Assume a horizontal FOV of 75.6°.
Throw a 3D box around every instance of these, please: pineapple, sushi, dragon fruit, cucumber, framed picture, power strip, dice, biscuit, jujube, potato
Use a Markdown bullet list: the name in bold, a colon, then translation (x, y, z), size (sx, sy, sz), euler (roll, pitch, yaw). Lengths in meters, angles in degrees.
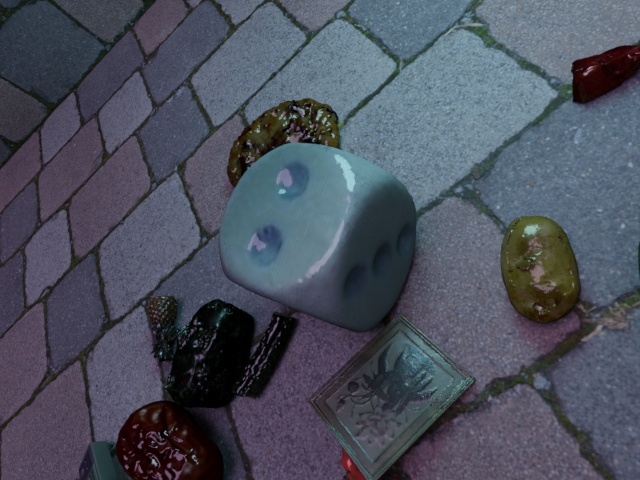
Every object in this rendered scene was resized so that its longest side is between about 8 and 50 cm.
- **pineapple**: translation (-0.388, 0.218, 1.020), size (0.074, 0.074, 0.159), euler (-19, 69, 24)
- **sushi**: translation (-0.232, 0.240, 0.875), size (0.124, 0.127, 0.225), euler (9, 73, 34)
- **dragon fruit**: translation (0.497, -0.302, 0.700), size (0.131, 0.063, 0.097), euler (-9, 66, 29)
- **cucumber**: translation (-0.113, 0.235, 0.850), size (0.058, 0.058, 0.187), euler (24, 82, 36)
- **framed picture**: translation (0.112, 0.250, 0.685), size (0.231, 0.010, 0.173), euler (-40, 51, -13)
- **power strip**: translation (-0.497, 0.583, 0.928), size (0.216, 0.061, 0.145), euler (37, 103, 45)
- **dice**: translation (0.000, 0.000, 0.747), size (0.265, 0.268, 0.262), euler (16, 78, 35)
- **biscuit**: translation (-0.109, -0.230, 1.034), size (0.334, 0.081, 0.289), euler (-6, 65, 31)
- **jujube**: translation (-0.297, 0.423, 0.822), size (0.230, 0.155, 0.155), euler (18, 80, 34)
- **potato**: translation (0.338, 0.042, 0.640), size (0.107, 0.080, 0.170), euler (0, 68, 19)

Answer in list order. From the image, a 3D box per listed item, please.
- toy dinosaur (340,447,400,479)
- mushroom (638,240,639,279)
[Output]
- **toy dinosaur**: translation (0.097, 0.424, 0.583), size (0.070, 0.139, 0.286), euler (-43, 54, 10)
- **mushroom**: translation (0.528, 0.025, 0.411), size (0.352, 0.260, 0.352), euler (-174, 90, -76)
